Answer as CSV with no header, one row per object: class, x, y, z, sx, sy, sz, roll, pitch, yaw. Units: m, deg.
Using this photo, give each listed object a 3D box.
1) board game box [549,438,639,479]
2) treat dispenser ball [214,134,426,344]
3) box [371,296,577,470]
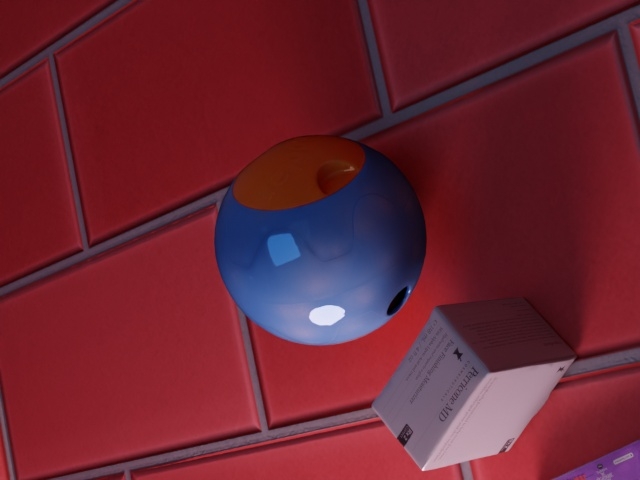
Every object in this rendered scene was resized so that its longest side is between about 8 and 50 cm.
board game box,0.406,0.341,1.554,0.347,0.056,0.208,-36,72,41
treat dispenser ball,0.000,0.000,1.773,0.288,0.288,0.288,4,96,46
box,0.195,0.180,1.660,0.119,0.182,0.181,50,125,32
